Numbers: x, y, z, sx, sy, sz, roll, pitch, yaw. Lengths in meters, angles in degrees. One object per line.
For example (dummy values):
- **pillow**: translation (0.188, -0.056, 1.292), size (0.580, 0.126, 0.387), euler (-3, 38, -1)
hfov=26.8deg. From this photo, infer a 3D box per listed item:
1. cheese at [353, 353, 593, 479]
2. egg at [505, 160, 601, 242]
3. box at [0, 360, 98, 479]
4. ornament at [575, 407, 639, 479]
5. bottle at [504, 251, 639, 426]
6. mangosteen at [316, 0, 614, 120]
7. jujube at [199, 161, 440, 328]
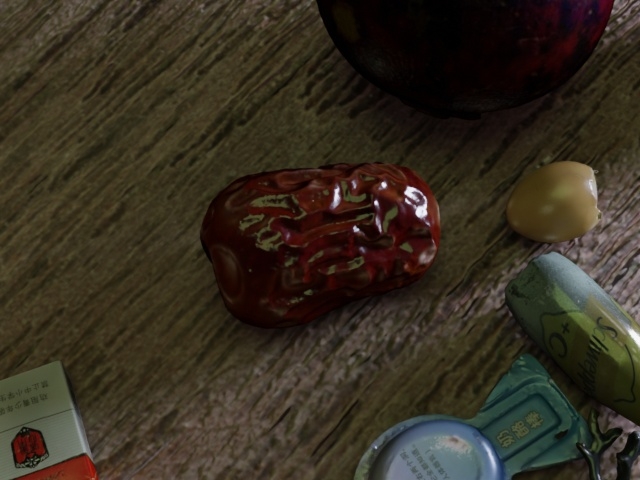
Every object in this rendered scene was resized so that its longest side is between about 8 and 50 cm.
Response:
- **cheese**: translation (0.132, 0.209, 1.245), size (0.244, 0.052, 0.135), euler (-31, 67, -13)
- **egg**: translation (0.233, -0.038, 1.345), size (0.096, 0.080, 0.080), euler (-9, 63, 9)
- **box**: translation (-0.273, 0.202, 1.287), size (0.100, 0.048, 0.152), euler (-20, 66, -3)
- **ornament**: translation (0.200, 0.235, 1.182), size (0.202, 0.080, 0.236), euler (42, 77, -7)
- **bottle**: translation (0.286, 0.123, 1.257), size (0.083, 0.083, 0.270), euler (-39, 68, -14)
- **mangosteen**: translation (0.148, -0.299, 1.337), size (0.306, 0.360, 0.306), euler (5, 23, -2)
- **jujube**: translation (0.000, 0.000, 1.312), size (0.230, 0.155, 0.155), euler (-11, 63, -10)
